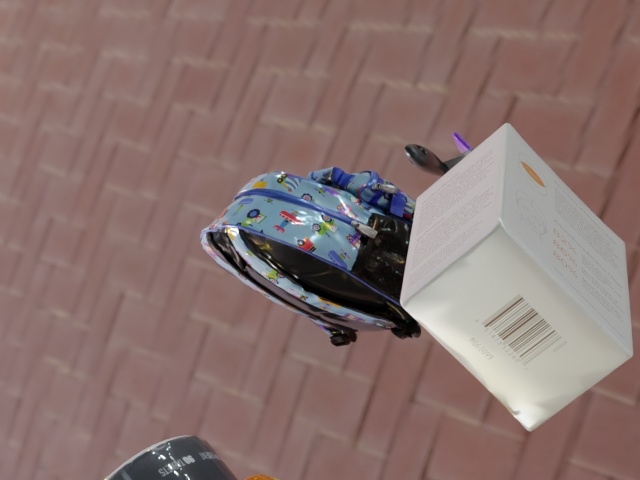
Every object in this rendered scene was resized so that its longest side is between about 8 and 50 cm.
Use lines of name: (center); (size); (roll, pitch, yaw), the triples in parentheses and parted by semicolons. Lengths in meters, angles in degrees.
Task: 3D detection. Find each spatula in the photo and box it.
spatula: (0.140, -0.082, 1.954); (0.084, 0.296, 0.030); (47, 106, 14)

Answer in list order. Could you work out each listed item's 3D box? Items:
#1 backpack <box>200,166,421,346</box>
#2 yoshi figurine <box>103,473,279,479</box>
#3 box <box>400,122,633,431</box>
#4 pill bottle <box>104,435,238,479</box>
backpack: (0.000, 0.000, 1.474); (0.158, 0.173, 0.117); (-13, 52, 66)
yoshi figurine: (-0.207, 0.323, 1.763); (0.203, 0.362, 0.203); (-12, 92, 57)
box: (0.134, 0.021, 1.248); (0.091, 0.130, 0.170); (-40, 14, 22)
pill bottle: (-0.067, 0.274, 1.380); (0.245, 0.130, 0.130); (48, 117, 24)
